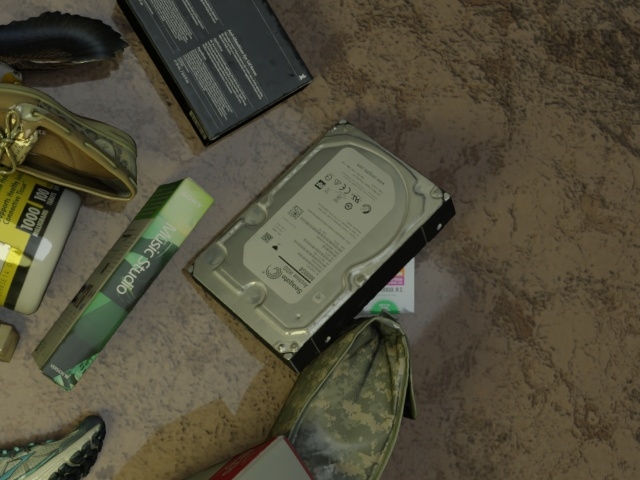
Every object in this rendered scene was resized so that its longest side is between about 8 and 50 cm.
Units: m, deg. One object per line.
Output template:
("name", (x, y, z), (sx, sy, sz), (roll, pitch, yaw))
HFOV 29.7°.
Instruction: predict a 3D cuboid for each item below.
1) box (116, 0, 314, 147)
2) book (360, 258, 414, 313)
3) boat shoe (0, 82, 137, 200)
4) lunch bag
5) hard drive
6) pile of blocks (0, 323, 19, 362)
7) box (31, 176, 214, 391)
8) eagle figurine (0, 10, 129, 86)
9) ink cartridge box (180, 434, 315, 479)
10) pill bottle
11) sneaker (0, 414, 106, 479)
("box", (-0.158, -0.299, 1.795), (0.184, 0.103, 0.261), (-31, 94, -9))
("book", (0.097, 0.042, 1.873), (0.096, 0.035, 0.144), (0, 89, -9))
("boat shoe", (-0.372, -0.131, 1.631), (0.285, 0.104, 0.089), (15, 41, -32))
("lunch bag", (0.038, 0.241, 1.743), (0.169, 0.235, 0.287), (26, 82, -5))
("hard drive", (0.000, 0.000, 1.771), (0.339, 0.064, 0.237), (-44, 59, -10))
("pile of blocks", (-0.576, 0.097, 1.618), (0.362, 0.149, 0.113), (30, 60, -24))
("box", (-0.281, 0.057, 1.683), (0.058, 0.232, 0.322), (37, 81, -13))
("eagle figurine", (-0.449, -0.231, 1.707), (0.298, 0.225, 0.226), (15, 127, -43))
("ink cartridge box", (-0.137, 0.461, 1.618), (0.279, 0.384, 0.160), (56, 39, -4))
("pill bottle", (-0.516, -0.040, 1.658), (0.333, 0.188, 0.188), (22, 83, -11))
("sneaker", (-0.432, 0.329, 1.702), (0.283, 0.110, 0.122), (-39, 72, -22))
